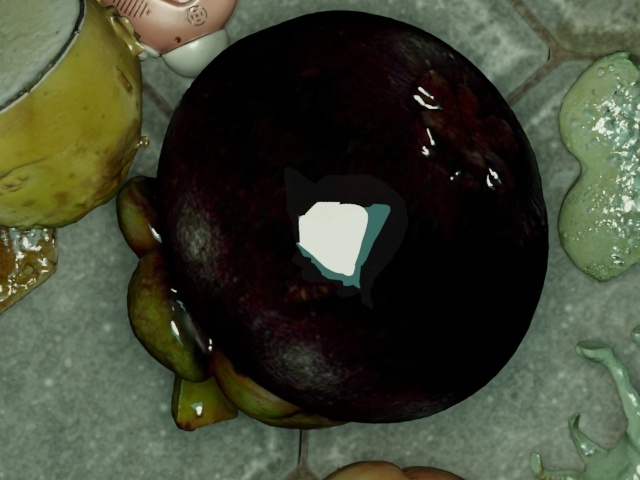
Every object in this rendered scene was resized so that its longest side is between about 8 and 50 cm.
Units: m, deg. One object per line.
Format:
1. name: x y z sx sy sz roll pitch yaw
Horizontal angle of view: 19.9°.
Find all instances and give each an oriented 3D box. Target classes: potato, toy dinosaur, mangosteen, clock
1. potato: -0.296 -0.116 1.686 0.246 0.299 0.196 -59 137 -26
2. toy dinosaur: 0.346 0.170 1.814 0.393 0.092 0.205 -21 98 -1
3. mangosteen: 0.000 0.000 1.672 0.382 0.382 0.435 48 132 -7
4. clock: -0.151 -0.248 1.743 0.166 0.093 0.162 23 98 -6

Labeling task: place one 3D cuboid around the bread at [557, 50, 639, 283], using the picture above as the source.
1. bread: 0.319 -0.069 1.798 0.172 0.064 0.232 2 98 -1

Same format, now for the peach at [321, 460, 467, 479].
1. peach: 0.079 0.346 1.741 0.292 0.247 0.292 5 133 6

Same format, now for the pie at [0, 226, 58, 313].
1. pie: -0.358 -0.002 1.785 0.195 0.046 0.195 0 94 -1
